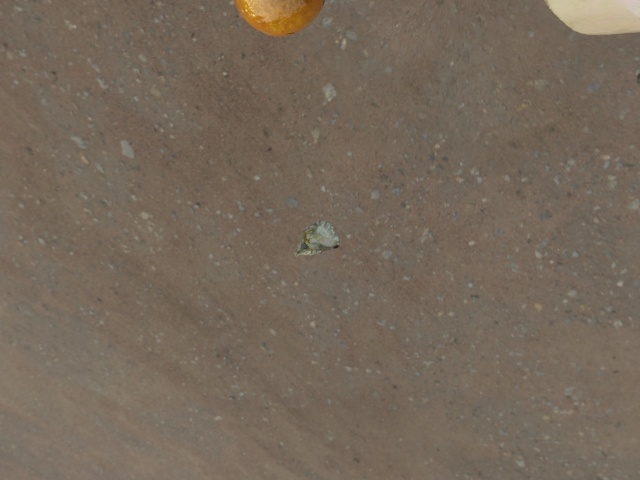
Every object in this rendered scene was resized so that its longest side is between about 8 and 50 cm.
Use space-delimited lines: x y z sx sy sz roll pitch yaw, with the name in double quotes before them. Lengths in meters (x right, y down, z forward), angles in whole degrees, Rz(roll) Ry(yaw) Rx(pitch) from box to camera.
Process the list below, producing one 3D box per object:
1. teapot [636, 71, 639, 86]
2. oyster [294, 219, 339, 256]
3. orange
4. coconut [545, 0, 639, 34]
"teapot" 0.765 -0.380 0.948 0.063 0.049 0.083 43 91 5
"oyster" 0.000 0.000 1.219 0.121 0.146 0.045 21 141 -7
"orange" -0.105 -0.648 1.056 0.246 0.246 0.246 9 125 12
"coconut" 0.379 -0.340 0.465 0.224 0.234 0.224 -13 118 -27
